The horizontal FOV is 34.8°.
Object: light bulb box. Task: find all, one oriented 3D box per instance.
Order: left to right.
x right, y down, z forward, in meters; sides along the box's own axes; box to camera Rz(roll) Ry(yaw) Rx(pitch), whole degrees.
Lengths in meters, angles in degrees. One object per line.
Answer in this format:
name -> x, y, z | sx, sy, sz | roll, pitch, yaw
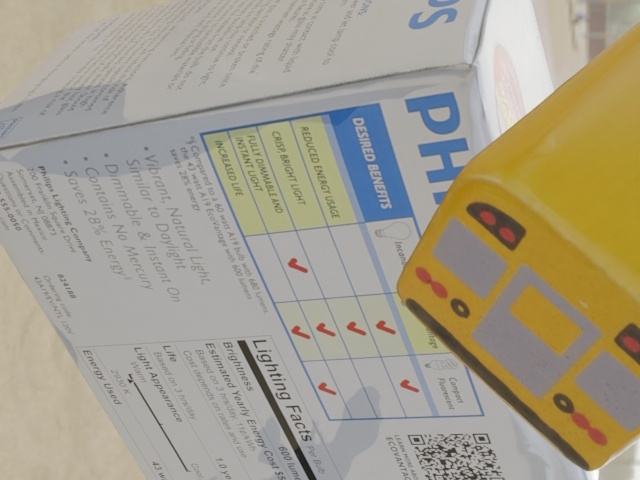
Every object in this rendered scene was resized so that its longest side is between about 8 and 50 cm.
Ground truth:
light bulb box -> 0.000, 0.000, 0.762 | 0.225, 0.361, 0.357 | -67, 143, -49

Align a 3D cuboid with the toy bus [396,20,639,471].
toy bus -> 0.179, -0.050, 0.446 | 0.333, 0.108, 0.130 | -38, 162, -30
